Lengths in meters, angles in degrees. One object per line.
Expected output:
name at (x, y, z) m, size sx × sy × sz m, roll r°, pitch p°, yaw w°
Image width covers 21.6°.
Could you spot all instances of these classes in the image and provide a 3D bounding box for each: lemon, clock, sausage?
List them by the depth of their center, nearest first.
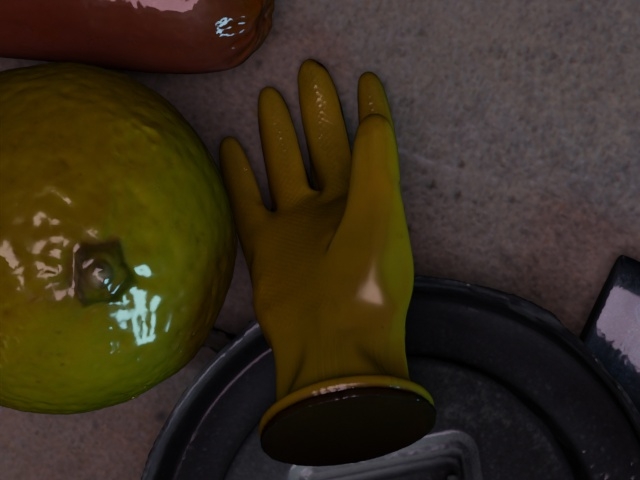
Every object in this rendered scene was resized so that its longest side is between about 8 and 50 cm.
lemon at (-0.183, -0.001, 1.155) m, size 0.267 × 0.267 × 0.267 m, roll 1°, pitch 99°, yaw 6°
clock at (0.056, 0.216, 1.174) m, size 0.386 × 0.076 × 0.386 m, roll -5°, pitch 72°, yaw 14°
sausage at (-0.162, -0.179, 1.199) m, size 0.259 × 0.113 × 0.114 m, roll 6°, pitch 99°, yaw 8°

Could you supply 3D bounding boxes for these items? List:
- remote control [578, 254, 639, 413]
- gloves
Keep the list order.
remote control at (0.371, 0.132, 1.223) m, size 0.377 × 0.044 × 0.107 m, roll 24°, pitch 104°, yaw 3°
gloves at (-0.001, 0.000, 1.172) m, size 0.133 × 0.116 × 0.294 m, roll -11°, pitch 61°, yaw 4°
